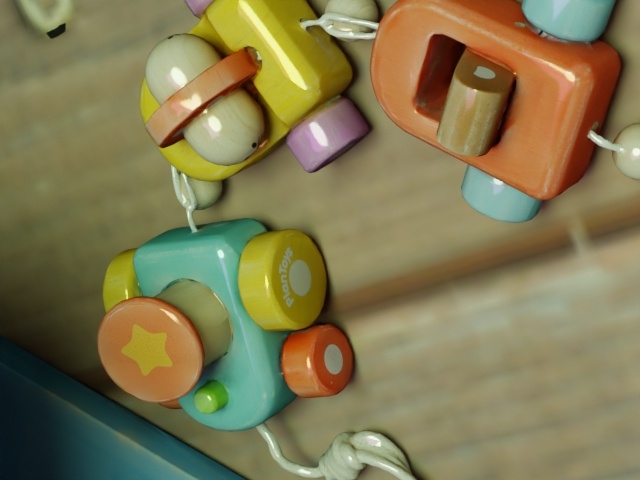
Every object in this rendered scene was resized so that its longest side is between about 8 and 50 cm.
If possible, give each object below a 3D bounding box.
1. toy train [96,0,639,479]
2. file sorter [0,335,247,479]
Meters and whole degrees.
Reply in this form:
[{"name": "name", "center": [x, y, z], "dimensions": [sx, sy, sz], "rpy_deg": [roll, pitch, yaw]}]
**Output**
[{"name": "toy train", "center": [0.000, 0.000, 0.411], "dimensions": [0.125, 0.046, 0.166], "rpy_deg": [33, 125, 20]}, {"name": "file sorter", "center": [-0.091, 0.140, 0.498], "dimensions": [0.118, 0.104, 0.170], "rpy_deg": [27, 123, 24]}]
